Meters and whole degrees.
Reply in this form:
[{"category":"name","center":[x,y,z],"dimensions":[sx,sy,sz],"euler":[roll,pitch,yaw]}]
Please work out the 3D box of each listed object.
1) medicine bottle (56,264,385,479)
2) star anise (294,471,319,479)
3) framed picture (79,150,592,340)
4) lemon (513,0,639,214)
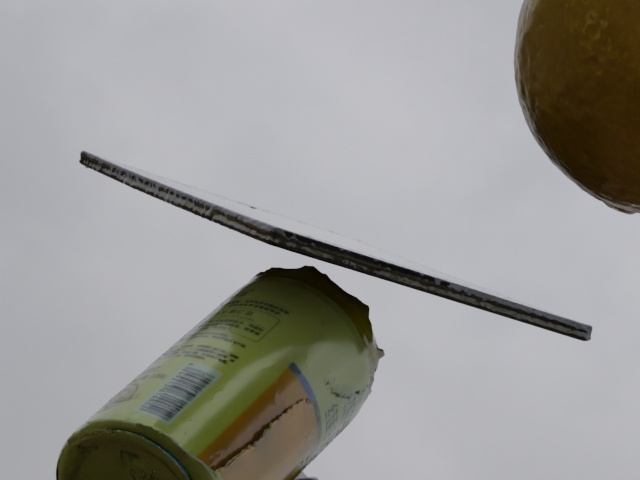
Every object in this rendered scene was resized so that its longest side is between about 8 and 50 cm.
[{"category":"medicine bottle","center":[-0.053,0.108,1.138],"dimensions":[0.124,0.239,0.124],"euler":[15,-58,26]},{"category":"star anise","center":[0.009,0.226,1.289],"dimensions":[0.229,0.093,0.236],"euler":[28,6,31]},{"category":"framed picture","center":[0.000,0.000,1.303],"dimensions":[0.265,0.016,0.347],"euler":[17,3,-30]},{"category":"lemon","center":[0.208,-0.116,1.059],"dimensions":[0.187,0.187,0.244],"euler":[24,-50,21]}]
